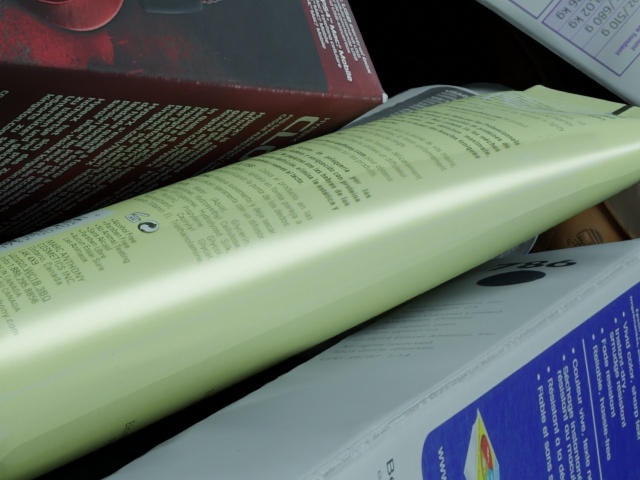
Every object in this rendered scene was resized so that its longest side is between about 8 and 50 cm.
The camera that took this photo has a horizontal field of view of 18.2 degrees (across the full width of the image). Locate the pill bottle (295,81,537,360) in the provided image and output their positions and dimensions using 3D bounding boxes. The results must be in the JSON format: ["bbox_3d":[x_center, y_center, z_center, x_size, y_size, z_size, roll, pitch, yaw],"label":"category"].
[{"bbox_3d":[0.032,-0.011,0.698,0.078,0.078,0.137,59,33,3],"label":"pill bottle"}]

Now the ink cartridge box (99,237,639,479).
[{"bbox_3d":[0.049,0.101,0.571,0.332,0.065,0.165,-21,105,-61],"label":"ink cartridge box"}]

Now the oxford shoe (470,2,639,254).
[{"bbox_3d":[0.090,-0.039,0.816,0.076,0.076,0.212,32,24,-29],"label":"oxford shoe"}]

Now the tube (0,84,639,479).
[{"bbox_3d":[0.000,0.000,0.562,0.240,0.062,0.070,-23,64,-28],"label":"tube"}]

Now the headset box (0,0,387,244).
[{"bbox_3d":[-0.119,-0.115,0.548,0.293,0.110,0.218,1,65,-55],"label":"headset box"}]

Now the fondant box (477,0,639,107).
[{"bbox_3d":[0.144,-0.120,0.847,0.330,0.096,0.238,27,19,-37],"label":"fondant box"}]
